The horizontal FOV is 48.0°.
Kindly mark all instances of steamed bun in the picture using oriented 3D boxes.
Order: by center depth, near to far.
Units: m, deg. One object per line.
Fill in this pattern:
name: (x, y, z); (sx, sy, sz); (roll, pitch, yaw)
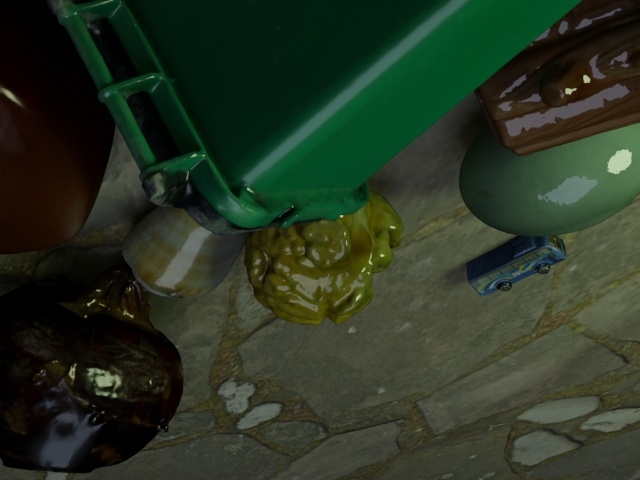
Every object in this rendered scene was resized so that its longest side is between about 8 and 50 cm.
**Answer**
steamed bun: (-0.354, -0.160, 0.642); (0.379, 0.235, 0.248); (28, 136, -33)

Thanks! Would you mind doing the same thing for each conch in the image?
conch: (-0.170, 0.004, 0.974); (0.158, 0.127, 0.255); (22, 136, -30)

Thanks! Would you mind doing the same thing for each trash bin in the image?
trash bin: (0.021, -0.195, 0.569); (0.381, 0.259, 0.295); (-36, 168, 26)

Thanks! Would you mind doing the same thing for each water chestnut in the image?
water chestnut: (-0.356, 0.168, 1.083); (0.335, 0.347, 0.335); (21, 174, 2)

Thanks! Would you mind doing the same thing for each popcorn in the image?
popcorn: (0.000, 0.000, 0.957); (0.200, 0.203, 0.226); (-16, 105, 28)

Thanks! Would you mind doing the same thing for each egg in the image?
egg: (0.277, -0.090, 0.852); (0.230, 0.168, 0.168); (-20, 141, 23)

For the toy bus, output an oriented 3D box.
toy bus: (0.303, 0.034, 1.125); (0.153, 0.051, 0.061); (-31, 130, 32)

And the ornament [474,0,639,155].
ornament: (0.261, -0.190, 0.682); (0.217, 0.221, 0.235); (-17, 124, 28)
